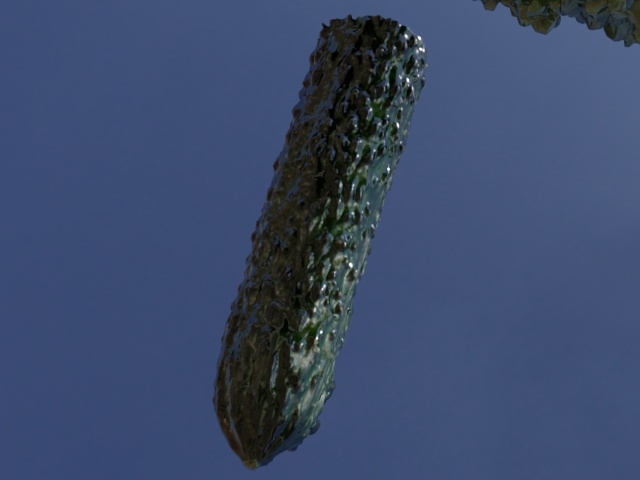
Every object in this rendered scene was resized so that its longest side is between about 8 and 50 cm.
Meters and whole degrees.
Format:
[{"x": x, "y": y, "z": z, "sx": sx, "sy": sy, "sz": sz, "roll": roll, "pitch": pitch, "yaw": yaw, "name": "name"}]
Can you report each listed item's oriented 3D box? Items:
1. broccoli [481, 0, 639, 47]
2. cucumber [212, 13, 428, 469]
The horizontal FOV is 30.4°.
[{"x": 0.149, "y": -0.292, "z": 0.705, "sx": 0.277, "sy": 0.338, "sz": 0.317, "roll": 4, "pitch": -70, "yaw": 18, "name": "broccoli"}, {"x": 0.000, "y": 0.000, "z": 0.845, "sx": 0.096, "sy": 0.096, "sz": 0.359, "roll": 1, "pitch": -120, "yaw": 26, "name": "cucumber"}]
